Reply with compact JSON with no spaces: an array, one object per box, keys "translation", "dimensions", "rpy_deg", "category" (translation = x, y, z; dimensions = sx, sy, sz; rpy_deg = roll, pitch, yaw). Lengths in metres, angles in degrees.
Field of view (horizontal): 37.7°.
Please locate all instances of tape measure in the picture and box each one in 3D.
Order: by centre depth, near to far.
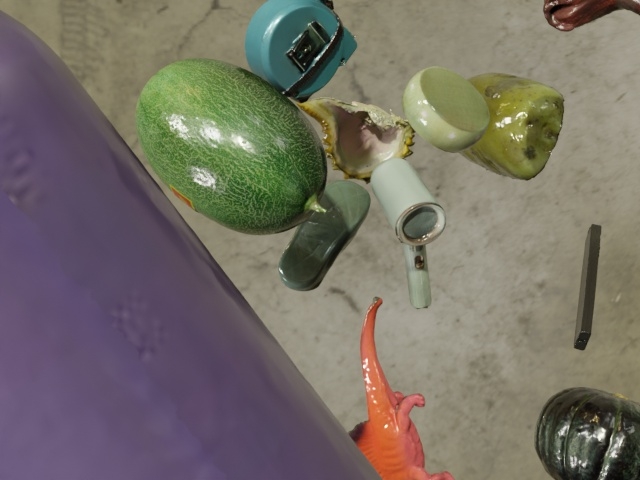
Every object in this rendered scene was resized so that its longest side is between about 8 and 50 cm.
[{"translation":[-0.032,-0.255,1.210],"dimensions":[0.146,0.125,0.081],"rpy_deg":[-51,41,-4],"category":"tape measure"}]

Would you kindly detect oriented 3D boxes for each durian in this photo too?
[{"translation":[0.045,-0.180,1.501],"dimensions":[0.140,0.224,0.078],"rpy_deg":[-53,31,15],"category":"durian"}]

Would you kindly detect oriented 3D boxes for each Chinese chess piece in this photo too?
[{"translation":[0.113,-0.119,0.850],"dimensions":[0.084,0.084,0.034],"rpy_deg":[51,133,10],"category":"Chinese chess piece"}]

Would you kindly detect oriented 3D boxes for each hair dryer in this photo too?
[{"translation":[0.137,0.005,1.359],"dimensions":[0.131,0.073,0.236],"rpy_deg":[-115,7,-51],"category":"hair dryer"}]

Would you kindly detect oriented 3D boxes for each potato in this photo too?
[{"translation":[0.269,-0.200,1.494],"dimensions":[0.160,0.111,0.271],"rpy_deg":[-64,23,8],"category":"potato"}]

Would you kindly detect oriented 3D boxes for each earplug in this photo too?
[{"translation":[-0.111,0.088,0.468],"dimensions":[0.215,0.215,0.456],"rpy_deg":[-15,117,35],"category":"earplug"}]

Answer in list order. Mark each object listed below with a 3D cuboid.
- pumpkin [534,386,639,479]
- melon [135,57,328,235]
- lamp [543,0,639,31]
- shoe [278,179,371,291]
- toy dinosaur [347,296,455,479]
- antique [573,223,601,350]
[{"translation":[0.436,0.311,1.418],"dimensions":[0.220,0.220,0.162],"rpy_deg":[13,84,30],"category":"pumpkin"},{"translation":[-0.102,-0.109,1.136],"dimensions":[0.287,0.182,0.182],"rpy_deg":[39,121,25],"category":"melon"},{"translation":[0.322,-0.322,0.953],"dimensions":[0.215,0.151,0.223],"rpy_deg":[17,127,39],"category":"lamp"},{"translation":[0.000,0.000,1.337],"dimensions":[0.079,0.195,0.078],"rpy_deg":[30,149,4],"category":"shoe"},{"translation":[0.058,0.223,1.101],"dimensions":[0.070,0.139,0.286],"rpy_deg":[-3,108,60],"category":"toy dinosaur"},{"translation":[0.326,0.053,1.137],"dimensions":[0.015,0.192,0.031],"rpy_deg":[15,136,6],"category":"antique"}]
